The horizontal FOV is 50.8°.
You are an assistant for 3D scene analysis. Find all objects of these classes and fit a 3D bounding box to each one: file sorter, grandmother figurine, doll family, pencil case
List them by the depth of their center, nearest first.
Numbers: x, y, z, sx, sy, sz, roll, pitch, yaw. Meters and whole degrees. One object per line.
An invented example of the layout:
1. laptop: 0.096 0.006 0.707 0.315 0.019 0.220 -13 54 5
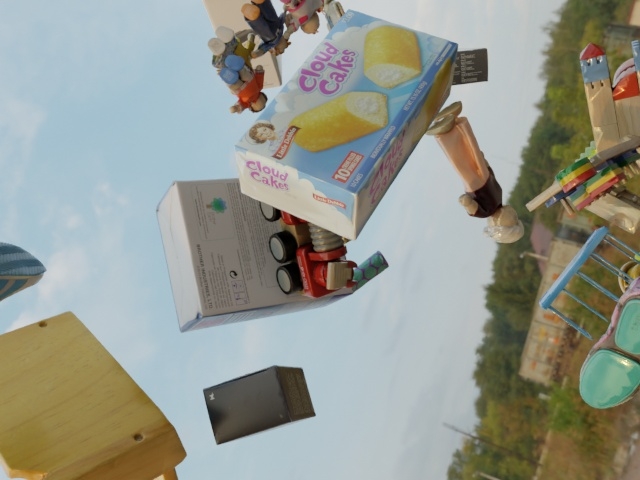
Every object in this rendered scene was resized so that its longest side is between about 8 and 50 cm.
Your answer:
1. doll family: -0.104 -0.341 1.153 0.263 0.118 0.163 -55 -19 -3
2. file sorter: 0.477 0.075 1.174 0.170 0.104 0.118 -55 -14 8
3. grandmother figurine: 0.353 -0.130 1.504 0.342 0.104 0.208 54 -130 -20
4. pencil case: 0.135 0.097 2.056 0.152 0.064 0.070 -36 7 -2

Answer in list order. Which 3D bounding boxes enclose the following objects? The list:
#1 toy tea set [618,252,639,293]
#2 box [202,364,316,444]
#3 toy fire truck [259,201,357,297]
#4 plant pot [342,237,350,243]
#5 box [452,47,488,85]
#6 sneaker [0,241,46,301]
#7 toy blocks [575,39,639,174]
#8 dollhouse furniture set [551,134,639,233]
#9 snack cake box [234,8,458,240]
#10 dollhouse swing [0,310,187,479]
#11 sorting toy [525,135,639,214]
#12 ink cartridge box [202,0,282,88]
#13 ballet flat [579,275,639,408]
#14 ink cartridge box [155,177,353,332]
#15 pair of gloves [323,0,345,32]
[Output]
1. toy tea set: 0.720 0.180 1.319 0.124 0.200 0.336 135 132 -70
2. box: -0.113 0.315 1.306 0.207 0.153 0.108 38 -147 -73
3. toy fire truck: 0.000 0.000 1.168 0.159 0.246 0.217 -18 -78 -32
4. plant pot: 0.053 -0.027 1.870 0.081 0.083 0.081 -28 -64 -36
5. box: 0.189 -0.385 1.533 0.242 0.308 0.076 -124 26 -71
6. sneaker: -0.503 0.067 0.982 0.092 0.087 0.229 -57 -13 22
7. toy blocks: 0.683 -0.301 1.330 0.190 0.382 0.260 -57 -48 -53
8. dollhouse furniture set: 0.545 -0.161 1.177 0.212 0.161 0.242 -19 -44 -52
9. snack cake box: 0.036 -0.143 0.789 0.264 0.152 0.089 -56 -19 -29
10. dollhouse swing: -0.443 0.361 1.211 0.315 0.347 0.304 -21 -44 -42
11. sorting toy: 0.382 -0.081 0.943 0.275 0.046 0.132 -21 -16 -41
12. ink cartridge box: -0.192 -0.570 1.718 0.307 0.129 0.223 72 -167 -55
13. ballet flat: 0.395 0.128 0.860 0.079 0.077 0.221 -41 -34 -38
14. ink cartridge box: -0.104 0.016 1.371 0.396 0.151 0.269 -7 -103 -29
15. pair of gloves: 0.011 -0.528 1.416 0.240 0.042 0.204 63 180 -9
